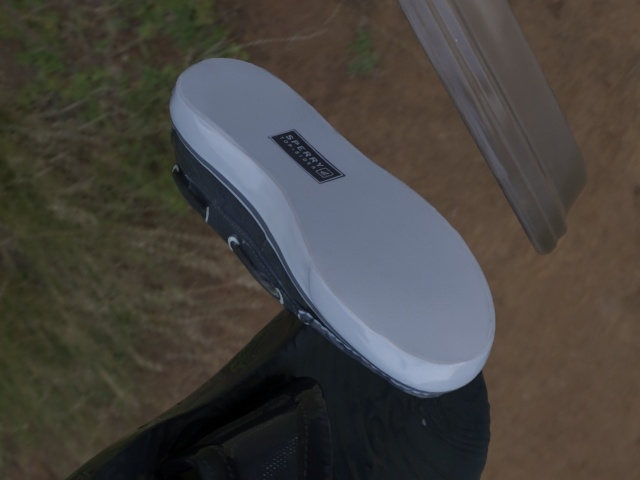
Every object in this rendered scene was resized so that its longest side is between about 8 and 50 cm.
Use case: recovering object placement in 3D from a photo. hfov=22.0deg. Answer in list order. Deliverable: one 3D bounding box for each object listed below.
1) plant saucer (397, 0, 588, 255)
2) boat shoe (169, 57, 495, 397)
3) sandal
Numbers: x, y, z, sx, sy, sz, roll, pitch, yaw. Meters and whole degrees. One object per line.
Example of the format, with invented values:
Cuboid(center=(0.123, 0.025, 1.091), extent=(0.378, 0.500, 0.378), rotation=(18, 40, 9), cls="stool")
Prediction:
Cuboid(center=(0.050, -0.123, 0.751), extent=(0.041, 0.278, 0.278), rotation=(-29, 96, 6), cls="plant saucer")
Cuboid(center=(0.000, 0.000, 0.470), extent=(0.142, 0.049, 0.040), rotation=(50, 140, 38), cls="boat shoe")
Cuboid(center=(-0.008, 0.125, 0.654), extent=(0.107, 0.446, 0.167), rotation=(-16, 110, 31), cls="sandal")
